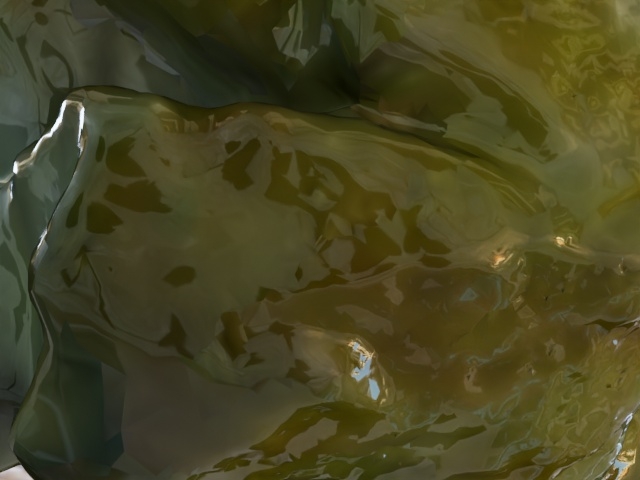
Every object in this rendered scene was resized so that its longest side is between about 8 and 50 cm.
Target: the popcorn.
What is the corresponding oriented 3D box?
[{"bbox_3d":[0.007,-0.001,0.473,0.276,0.276,0.225,33,-103,30],"label":"popcorn"}]
